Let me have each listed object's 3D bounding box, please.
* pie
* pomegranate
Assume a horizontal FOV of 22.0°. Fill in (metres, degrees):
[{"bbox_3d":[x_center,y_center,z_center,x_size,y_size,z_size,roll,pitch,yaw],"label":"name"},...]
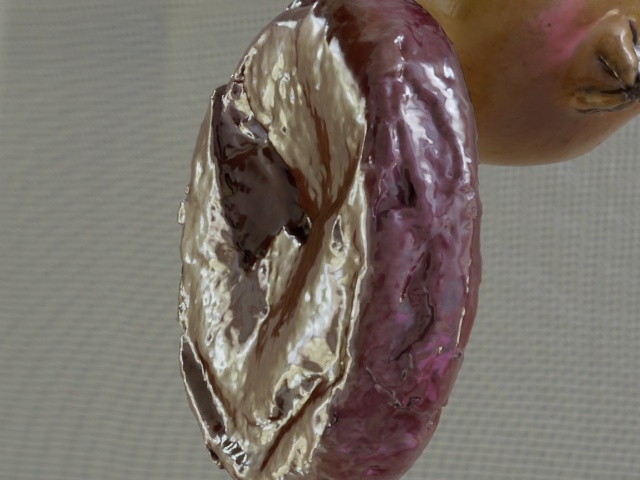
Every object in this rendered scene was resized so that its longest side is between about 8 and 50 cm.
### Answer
[{"bbox_3d":[0.000,0.000,0.555,0.182,0.050,0.182,-174,-90,-66],"label":"pie"},{"bbox_3d":[0.094,-0.142,0.856,0.209,0.209,0.209,-4,-101,20],"label":"pomegranate"}]
